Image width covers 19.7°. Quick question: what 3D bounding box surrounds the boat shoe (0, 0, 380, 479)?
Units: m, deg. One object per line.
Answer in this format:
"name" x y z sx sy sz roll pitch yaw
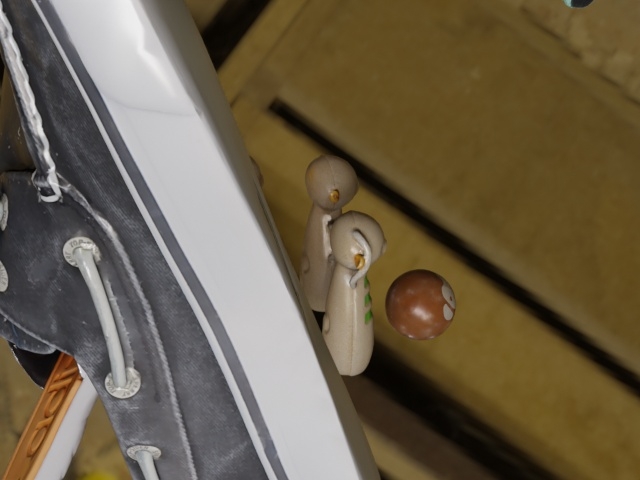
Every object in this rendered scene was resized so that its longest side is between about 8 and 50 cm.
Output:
"boat shoe" -0.071 -0.006 0.604 0.102 0.108 0.301 -21 125 2

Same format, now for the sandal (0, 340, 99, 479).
"sandal" -0.184 0.077 1.260 0.076 0.265 0.102 33 148 -19

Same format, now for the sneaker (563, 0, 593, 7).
"sneaker" 0.203 -0.236 1.427 0.098 0.038 0.069 -55 49 28

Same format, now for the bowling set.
"bowling set" 0.000 0.000 1.363 0.200 0.287 0.154 -6 119 -15
